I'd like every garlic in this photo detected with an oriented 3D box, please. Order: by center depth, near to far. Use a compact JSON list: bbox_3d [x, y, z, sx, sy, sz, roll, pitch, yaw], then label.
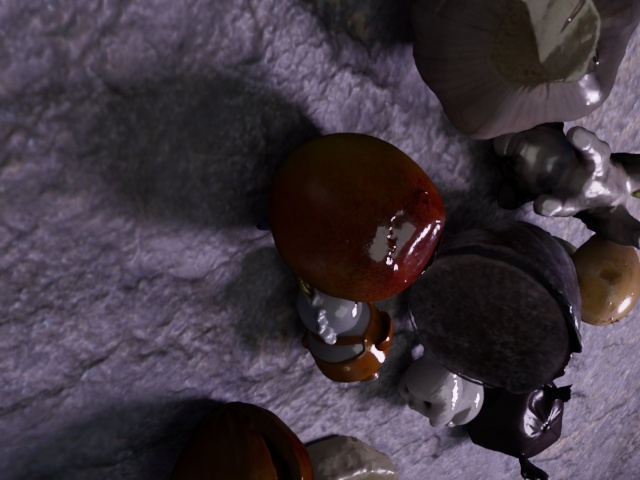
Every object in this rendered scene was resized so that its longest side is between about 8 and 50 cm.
[{"bbox_3d":[0.265,-0.300,1.088,0.317,0.259,0.318,-2,109,-7],"label":"garlic"}]

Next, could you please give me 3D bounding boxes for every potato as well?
[{"bbox_3d":[0.522,0.073,1.515,0.234,0.146,0.150,-29,160,-53],"label":"potato"}]

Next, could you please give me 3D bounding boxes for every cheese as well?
[{"bbox_3d":[0.010,0.511,1.528,0.326,0.115,0.318,-20,129,-35],"label":"cheese"}]

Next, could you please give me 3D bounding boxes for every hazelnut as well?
[{"bbox_3d":[-0.115,0.348,1.230,0.251,0.217,0.217,10,110,-59],"label":"hazelnut"}]

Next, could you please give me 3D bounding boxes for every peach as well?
[{"bbox_3d":[0.047,-0.030,1.083,0.231,0.231,0.231,-26,134,-31],"label":"peach"}]

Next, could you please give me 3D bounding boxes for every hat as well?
[{"bbox_3d":[0.498,0.423,1.895,0.238,0.209,0.336,-57,143,-2],"label":"hat"}]

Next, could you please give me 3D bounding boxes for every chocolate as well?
[{"bbox_3d":[0.325,0.088,1.433,0.213,0.303,0.303,-48,147,-45],"label":"chocolate"}]

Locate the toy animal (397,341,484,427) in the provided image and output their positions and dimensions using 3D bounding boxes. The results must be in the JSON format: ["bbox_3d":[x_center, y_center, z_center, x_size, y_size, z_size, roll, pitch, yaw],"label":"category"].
[{"bbox_3d":[0.245,0.270,1.585,0.178,0.127,0.193,-50,140,-9],"label":"toy animal"}]

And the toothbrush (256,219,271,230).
[{"bbox_3d":[0.000,0.000,1.218,0.269,0.021,0.027,15,93,-50],"label":"toothbrush"}]

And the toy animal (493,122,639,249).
[{"bbox_3d":[0.433,-0.114,1.438,0.344,0.302,0.194,19,99,-26],"label":"toy animal"}]

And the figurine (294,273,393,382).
[{"bbox_3d":[0.021,0.121,1.257,0.143,0.143,0.271,-50,122,-5],"label":"figurine"}]

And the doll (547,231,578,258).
[{"bbox_3d":[0.496,0.073,1.689,0.234,0.143,0.135,24,84,-46],"label":"doll"}]

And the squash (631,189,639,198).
[{"bbox_3d":[0.783,-0.122,1.904,0.228,0.066,0.066,0,117,-44],"label":"squash"}]
